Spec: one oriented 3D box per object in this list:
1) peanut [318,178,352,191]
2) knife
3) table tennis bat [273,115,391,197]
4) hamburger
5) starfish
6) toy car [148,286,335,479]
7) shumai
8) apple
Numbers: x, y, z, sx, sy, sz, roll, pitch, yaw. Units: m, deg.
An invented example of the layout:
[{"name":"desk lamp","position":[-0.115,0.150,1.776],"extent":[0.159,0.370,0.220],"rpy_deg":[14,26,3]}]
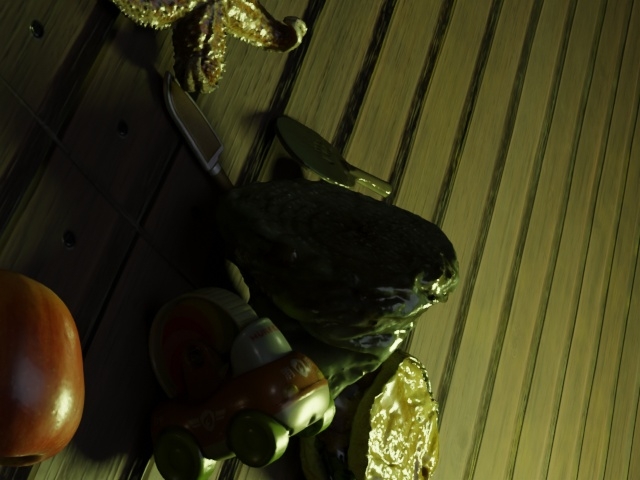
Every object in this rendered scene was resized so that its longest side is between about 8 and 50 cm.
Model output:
[{"name":"peanut","position":[0.000,0.000,1.676],"extent":[0.098,0.090,0.214],"rpy_deg":[31,54,-19]},{"name":"knife","position":[-0.146,-0.114,1.514],"extent":[0.046,0.022,0.256],"rpy_deg":[-53,129,-32]},{"name":"table tennis bat","position":[0.021,-0.113,1.700],"extent":[0.234,0.022,0.131],"rpy_deg":[24,28,-40]},{"name":"hamburger","position":[0.071,0.286,1.715],"extent":[0.265,0.134,0.285],"rpy_deg":[-64,144,-43]},{"name":"starfish","position":[-0.151,-0.340,1.455],"extent":[0.312,0.113,0.303],"rpy_deg":[-51,122,-45]},{"name":"toy car","position":[-0.114,0.159,1.370],"extent":[0.145,0.235,0.235],"rpy_deg":[-19,102,-59]},{"name":"shumai","position":[0.000,0.085,1.514],"extent":[0.304,0.309,0.263],"rpy_deg":[-2,122,-41]},{"name":"apple","position":[-0.308,0.119,1.095],"extent":[0.199,0.199,0.199],"rpy_deg":[11,77,-57]}]
